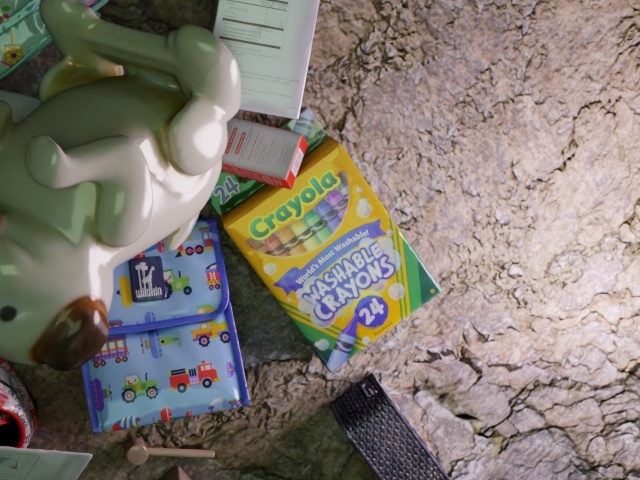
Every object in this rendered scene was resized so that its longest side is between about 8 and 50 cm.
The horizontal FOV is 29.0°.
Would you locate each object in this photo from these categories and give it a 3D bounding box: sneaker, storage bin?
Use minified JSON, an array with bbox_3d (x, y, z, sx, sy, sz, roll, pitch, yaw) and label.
[{"bbox_3d":[-0.480,0.176,1.701,0.090,0.145,0.270,-31,105,-2],"label":"sneaker"},{"bbox_3d":[0.102,0.300,1.838,0.084,0.122,0.180,-37,106,0],"label":"storage bin"}]

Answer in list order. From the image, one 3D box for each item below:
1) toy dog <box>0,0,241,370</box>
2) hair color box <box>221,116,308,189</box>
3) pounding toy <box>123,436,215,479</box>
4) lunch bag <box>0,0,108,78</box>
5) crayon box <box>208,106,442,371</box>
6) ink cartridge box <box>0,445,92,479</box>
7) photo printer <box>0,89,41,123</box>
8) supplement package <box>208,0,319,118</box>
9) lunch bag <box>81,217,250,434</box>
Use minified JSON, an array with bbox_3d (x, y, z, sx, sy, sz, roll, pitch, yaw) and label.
[{"bbox_3d":[-0.310,-0.044,1.522,0.284,0.395,0.408,23,62,16],"label":"toy dog"},{"bbox_3d":[-0.096,-0.125,1.709,0.141,0.043,0.072,16,77,16],"label":"hair color box"},{"bbox_3d":[-0.220,0.385,1.818,0.181,0.094,0.206,-37,106,0],"label":"pounding toy"},{"bbox_3d":[-0.404,-0.348,1.614,0.279,0.108,0.224,-36,106,0],"label":"lunch bag"},{"bbox_3d":[0.000,0.000,1.774,0.203,0.083,0.323,-36,105,0],"label":"crayon box"},{"bbox_3d":[-0.536,0.296,1.672,0.385,0.091,0.308,12,142,-24],"label":"ink cartridge box"},{"bbox_3d":[-0.470,-0.049,1.648,0.256,0.107,0.308,-2,91,-14],"label":"photo printer"},{"bbox_3d":[-0.079,-0.300,1.663,0.133,0.139,0.244,9,102,-10],"label":"supplement package"},{"bbox_3d":[-0.236,0.104,1.752,0.220,0.138,0.293,-10,91,-8],"label":"lunch bag"}]
